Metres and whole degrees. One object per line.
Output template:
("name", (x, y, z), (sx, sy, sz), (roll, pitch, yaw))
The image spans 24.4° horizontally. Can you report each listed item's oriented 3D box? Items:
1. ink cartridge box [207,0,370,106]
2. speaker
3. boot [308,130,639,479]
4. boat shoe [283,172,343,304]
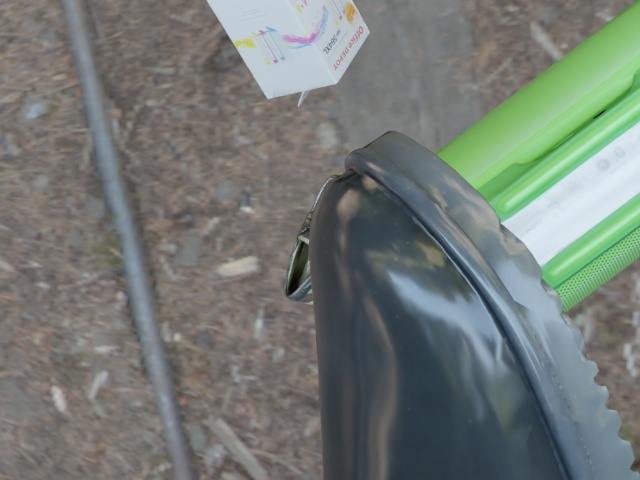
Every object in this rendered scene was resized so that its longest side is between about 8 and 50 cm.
("ink cartridge box", (-0.025, -0.212, 1.442), (0.143, 0.089, 0.092), (57, 45, -28))
("speaker", (0.157, -0.045, 0.846), (0.296, 0.131, 0.131), (-37, 110, 4))
("boot", (-0.063, 0.212, 0.663), (0.445, 0.146, 0.367), (-31, 114, -13))
("boat shoe", (0.000, 0.000, 1.618), (0.049, 0.056, 0.152), (1, 108, -50))
